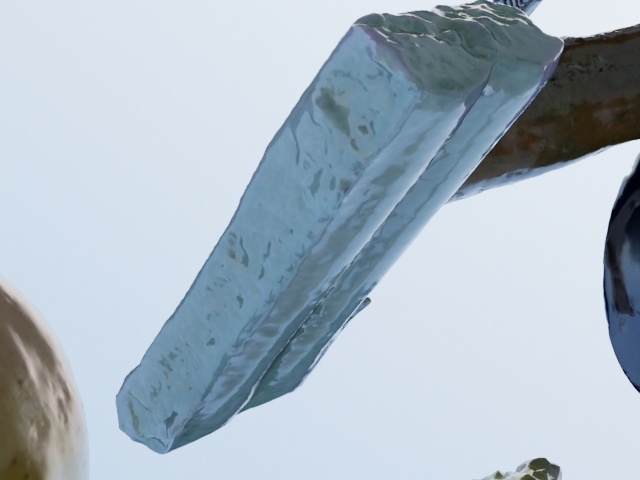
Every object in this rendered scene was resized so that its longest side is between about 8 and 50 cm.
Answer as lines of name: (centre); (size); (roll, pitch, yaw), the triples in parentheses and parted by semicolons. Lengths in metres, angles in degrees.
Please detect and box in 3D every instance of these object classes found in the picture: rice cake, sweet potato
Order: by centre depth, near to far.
rice cake: (0.000, 0.000, 0.541); (0.085, 0.226, 0.040); (-25, -110, -39)
sweet potato: (0.120, -0.070, 0.774); (0.273, 0.075, 0.075); (-17, -125, -9)

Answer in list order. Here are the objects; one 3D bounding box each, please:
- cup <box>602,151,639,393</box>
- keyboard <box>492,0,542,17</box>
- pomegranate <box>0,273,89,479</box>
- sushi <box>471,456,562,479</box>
cup: (0.277, -0.015, 0.744); (0.178, 0.255, 0.256); (-32, -154, -33)
keyboard: (0.103, -0.214, 0.992); (0.017, 0.055, 0.166); (-11, -100, -13)
pomegranate: (-0.327, 0.186, 1.121); (0.410, 0.410, 0.410); (20, -140, -18)
sushi: (0.105, 0.379, 1.109); (0.396, 0.240, 0.351); (70, -162, -3)
